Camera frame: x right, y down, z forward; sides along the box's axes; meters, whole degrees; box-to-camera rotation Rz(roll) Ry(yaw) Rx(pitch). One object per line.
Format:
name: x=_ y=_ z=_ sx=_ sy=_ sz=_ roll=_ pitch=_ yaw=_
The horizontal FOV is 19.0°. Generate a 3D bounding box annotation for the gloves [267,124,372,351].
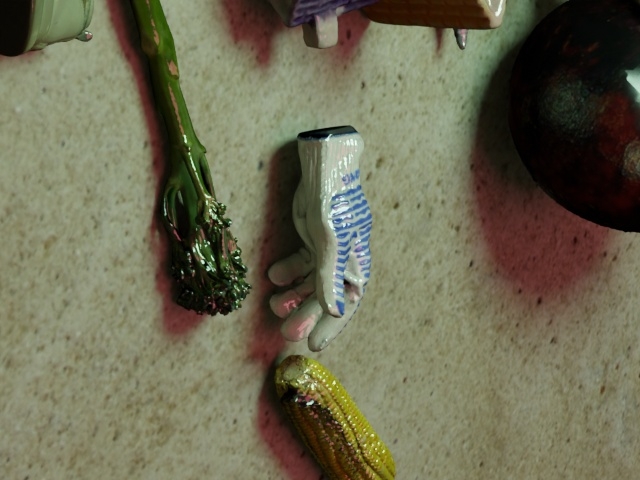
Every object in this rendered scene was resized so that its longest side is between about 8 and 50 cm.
gloves: x=0.006 y=-0.003 z=1.902 sx=0.097 sy=0.119 sz=0.229 roll=10 pitch=94 yaw=-10

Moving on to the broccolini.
broccolini: x=-0.131 y=-0.106 z=1.761 sx=0.079 sy=0.074 sz=0.392 roll=-40 pitch=126 yaw=-42

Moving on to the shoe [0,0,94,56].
shoe: x=-0.226 y=-0.292 z=1.612 sx=0.098 sy=0.103 sz=0.275 roll=-5 pitch=107 yaw=-47

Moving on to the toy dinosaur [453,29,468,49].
toy dinosaur: x=0.165 y=-0.360 z=2.021 sx=0.162 sy=0.077 sz=0.294 roll=-22 pitch=99 yaw=-37

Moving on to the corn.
corn: x=0.015 y=0.197 z=1.982 sx=0.072 sy=0.072 sz=0.203 roll=-53 pitch=130 yaw=-25

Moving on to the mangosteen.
mangosteen: x=0.356 y=-0.158 z=2.094 sx=0.311 sy=0.311 sz=0.311 roll=-12 pitch=106 yaw=-44

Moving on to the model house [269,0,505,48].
model house: x=0.066 y=-0.306 z=1.831 sx=0.237 sy=0.202 sz=0.237 roll=-24 pitch=114 yaw=-41
